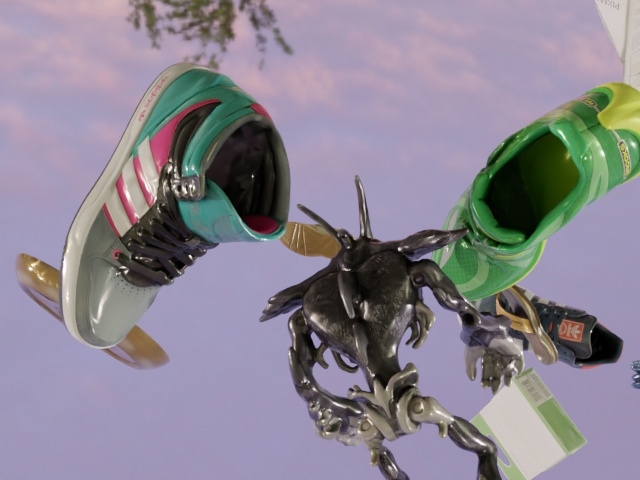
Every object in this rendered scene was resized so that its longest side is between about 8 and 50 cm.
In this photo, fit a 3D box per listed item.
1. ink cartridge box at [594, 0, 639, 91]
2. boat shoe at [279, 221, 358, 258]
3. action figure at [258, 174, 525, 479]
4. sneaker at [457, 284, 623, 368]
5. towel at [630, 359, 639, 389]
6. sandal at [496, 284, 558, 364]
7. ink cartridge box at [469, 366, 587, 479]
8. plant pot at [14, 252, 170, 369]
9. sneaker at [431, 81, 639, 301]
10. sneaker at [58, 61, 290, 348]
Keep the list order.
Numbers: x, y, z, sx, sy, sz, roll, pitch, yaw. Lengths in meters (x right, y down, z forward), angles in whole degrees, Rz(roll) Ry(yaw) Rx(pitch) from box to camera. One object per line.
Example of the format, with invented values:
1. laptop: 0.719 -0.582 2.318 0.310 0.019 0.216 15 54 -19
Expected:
1. ink cartridge box: 0.339 -0.244 0.740 0.181 0.225 0.056 -30 -133 -13
2. boat shoe: 0.000 0.000 1.507 0.170 0.063 0.059 17 -162 22
3. action figure: 0.056 0.100 0.530 0.164 0.141 0.276 -21 -115 14
4. sneaker: 0.426 0.160 1.480 0.349 0.131 0.148 16 175 -25
5. towel: 0.398 0.154 0.843 0.119 0.067 0.029 20 -117 -21
6. sandal: 0.294 0.119 1.170 0.049 0.180 0.072 -32 -168 -4
7. ink cartridge box: 0.402 0.376 1.545 0.056 0.235 0.171 -23 -115 -25
8. plant pot: -0.299 0.100 1.005 0.236 0.236 0.032 22 -114 28
9. sneaker: 0.167 -0.034 0.705 0.123 0.295 0.110 -17 -113 -31
10. sneaker: -0.122 -0.013 0.725 0.178 0.296 0.123 24 -179 42
